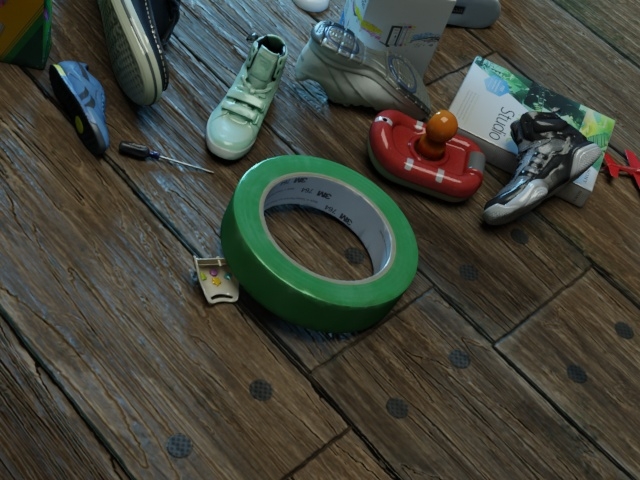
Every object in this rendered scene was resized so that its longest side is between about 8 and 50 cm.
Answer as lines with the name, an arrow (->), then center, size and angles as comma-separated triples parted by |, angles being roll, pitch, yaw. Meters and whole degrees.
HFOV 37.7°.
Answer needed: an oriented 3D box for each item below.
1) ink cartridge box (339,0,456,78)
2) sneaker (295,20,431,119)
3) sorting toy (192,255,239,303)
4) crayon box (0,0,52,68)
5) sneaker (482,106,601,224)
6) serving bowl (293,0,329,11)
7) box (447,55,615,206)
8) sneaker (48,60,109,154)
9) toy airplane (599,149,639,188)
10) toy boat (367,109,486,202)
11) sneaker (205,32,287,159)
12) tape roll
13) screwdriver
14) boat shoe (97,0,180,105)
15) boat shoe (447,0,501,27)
ink cartridge box -> 0.148, -0.458, 1.883 | 0.168, 0.232, 0.171 | 7, 49, -13
sneaker -> 0.085, -0.313, 1.831 | 0.297, 0.129, 0.111 | 27, 44, -20
sorting toy -> -0.161, 0.064, 1.479 | 0.083, 0.045, 0.075 | -1, 63, -30
crayon box -> -0.614, -0.414, 1.640 | 0.279, 0.165, 0.081 | 11, 49, -9
sneaker -> 0.381, -0.144, 1.748 | 0.269, 0.101, 0.153 | -32, 78, -16
serving bowl -> -0.020, -0.530, 2.026 | 0.083, 0.027, 0.083 | 9, 49, -10
box -> 0.418, -0.225, 1.891 | 0.322, 0.058, 0.232 | 27, 52, 3
sneaker -> -0.399, -0.238, 1.631 | 0.082, 0.069, 0.209 | -14, 57, -32
toy airplane -> 0.634, -0.143, 1.920 | 0.151, 0.028, 0.151 | 10, 48, -11
toy boat -> 0.204, -0.180, 1.725 | 0.231, 0.151, 0.151 | 19, 48, -3
sneaker -> -0.133, -0.269, 1.689 | 0.094, 0.151, 0.255 | 22, 49, -2
tape roll -> 0.000, 0.000, 1.531 | 0.321, 0.077, 0.321 | 16, 45, -17
screwdriver -> -0.267, -0.143, 1.631 | 0.170, 0.024, 0.025 | 14, 20, -15
boat shoe -> -0.334, -0.447, 1.753 | 0.156, 0.186, 0.500 | -7, 49, -16
boat shoe -> 0.255, -0.553, 2.081 | 0.306, 0.113, 0.105 | 0, 45, -21
